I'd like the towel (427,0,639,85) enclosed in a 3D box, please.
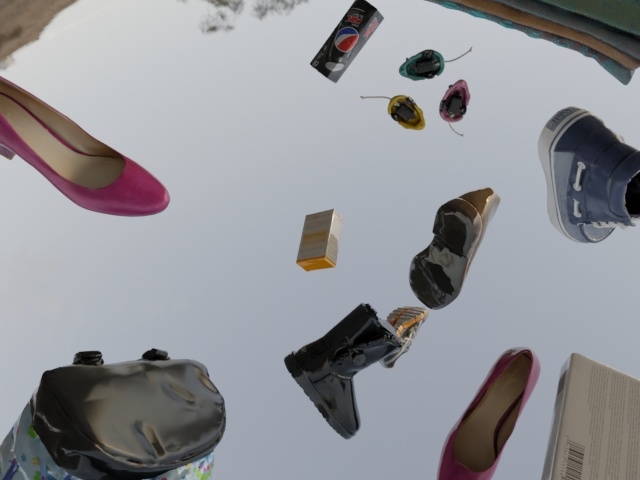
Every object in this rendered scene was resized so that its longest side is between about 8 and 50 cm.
[{"bbox_3d":[0.033,-0.258,0.345,0.370,0.040,0.271,18,-110,-5],"label":"towel"}]

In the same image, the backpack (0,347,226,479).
[{"bbox_3d":[-0.301,0.340,0.790,0.355,0.290,0.273,-40,-114,16],"label":"backpack"}]

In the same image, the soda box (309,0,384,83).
[{"bbox_3d":[0.054,-0.411,1.277,0.053,0.060,0.169,42,-75,16],"label":"soda box"}]

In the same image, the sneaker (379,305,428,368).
[{"bbox_3d":[0.195,0.228,1.507,0.084,0.083,0.215,2,-154,46],"label":"sneaker"}]

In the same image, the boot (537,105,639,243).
[{"bbox_3d":[0.246,-0.031,0.536,0.069,0.190,0.086,-42,-131,6],"label":"boot"}]

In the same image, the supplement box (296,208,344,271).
[{"bbox_3d":[0.000,0.000,1.058,0.062,0.036,0.098,-11,-125,35],"label":"supplement box"}]

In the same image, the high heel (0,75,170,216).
[{"bbox_3d":[-0.284,-0.110,0.706,0.244,0.117,0.082,29,-121,-1],"label":"high heel"}]

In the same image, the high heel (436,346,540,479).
[{"bbox_3d":[0.349,0.395,1.324,0.127,0.181,0.377,23,-106,20],"label":"high heel"}]

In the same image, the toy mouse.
[{"bbox_3d":[0.162,-0.218,0.873,0.143,0.161,0.031,-51,-164,26],"label":"toy mouse"}]

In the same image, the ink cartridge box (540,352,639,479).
[{"bbox_3d":[0.552,0.375,1.119,0.261,0.066,0.296,22,-133,12],"label":"ink cartridge box"}]

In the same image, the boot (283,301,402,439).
[{"bbox_3d":[0.075,0.257,1.212,0.207,0.246,0.094,-33,-156,4],"label":"boot"}]

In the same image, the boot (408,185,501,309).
[{"bbox_3d":[0.253,0.021,1.154,0.115,0.305,0.112,-34,-115,-32],"label":"boot"}]
